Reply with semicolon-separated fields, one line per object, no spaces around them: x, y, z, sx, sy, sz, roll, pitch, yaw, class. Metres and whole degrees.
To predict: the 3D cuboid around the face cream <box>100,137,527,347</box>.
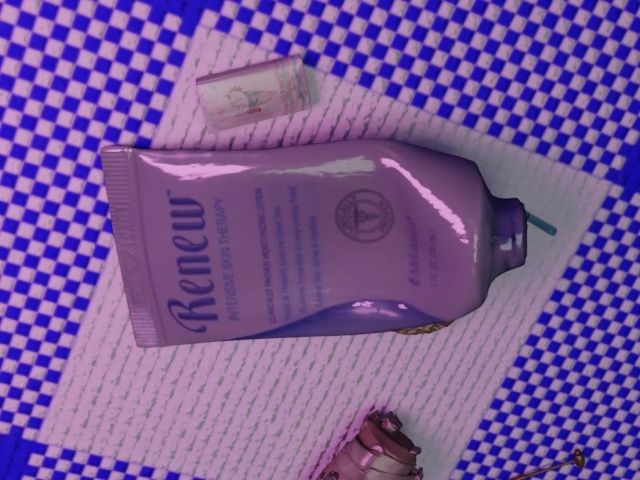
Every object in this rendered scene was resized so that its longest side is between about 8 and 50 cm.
0.000;0.000;1.056;0.420;0.137;0.235;-3;118;5;face cream

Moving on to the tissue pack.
-0.065;-0.144;1.017;0.108;0.023;0.056;-16;118;-5;tissue pack

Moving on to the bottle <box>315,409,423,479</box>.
0.057;0.275;1.210;0.099;0.099;0.152;33;100;-25;bottle

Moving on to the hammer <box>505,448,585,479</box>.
0.278;0.294;1.315;0.123;0.014;0.029;-17;109;-3;hammer

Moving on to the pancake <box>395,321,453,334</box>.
0.104;0.043;1.147;0.139;0.022;0.140;-3;112;-8;pancake

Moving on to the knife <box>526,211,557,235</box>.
0.228;-0.026;1.154;0.091;0.005;0.014;27;105;-23;knife
